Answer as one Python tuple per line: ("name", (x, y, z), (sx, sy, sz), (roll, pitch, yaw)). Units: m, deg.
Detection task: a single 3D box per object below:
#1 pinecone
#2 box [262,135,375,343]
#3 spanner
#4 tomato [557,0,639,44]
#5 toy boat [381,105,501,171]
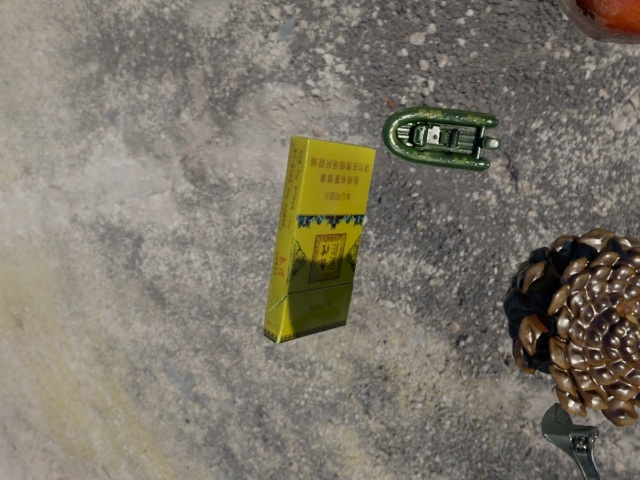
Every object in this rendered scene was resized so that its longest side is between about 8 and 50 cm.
("pinecone", (0.529, 0.156, 0.980), (0.384, 0.384, 0.385), (16, 121, 29))
("box", (0.000, -0.001, 0.691), (0.040, 0.153, 0.279), (17, 104, 38))
("spanner", (0.447, 0.412, 0.777), (0.093, 0.326, 0.026), (-28, 130, 20))
("tomato", (0.436, -0.371, 0.666), (0.232, 0.232, 0.189), (43, 128, 11))
("toy boat", (0.214, -0.184, 0.865), (0.210, 0.052, 0.104), (9, 107, 6))
